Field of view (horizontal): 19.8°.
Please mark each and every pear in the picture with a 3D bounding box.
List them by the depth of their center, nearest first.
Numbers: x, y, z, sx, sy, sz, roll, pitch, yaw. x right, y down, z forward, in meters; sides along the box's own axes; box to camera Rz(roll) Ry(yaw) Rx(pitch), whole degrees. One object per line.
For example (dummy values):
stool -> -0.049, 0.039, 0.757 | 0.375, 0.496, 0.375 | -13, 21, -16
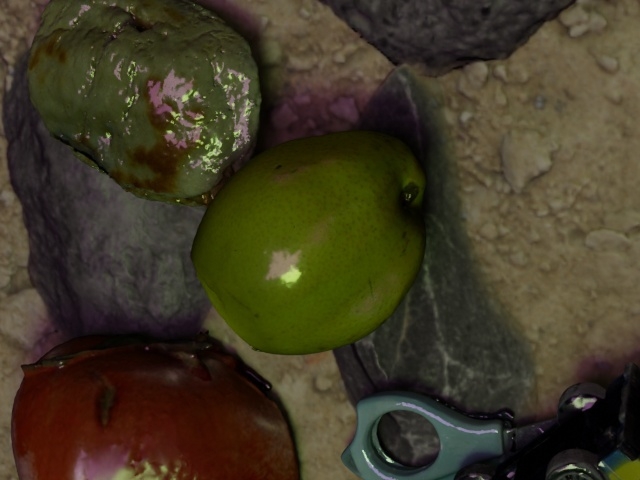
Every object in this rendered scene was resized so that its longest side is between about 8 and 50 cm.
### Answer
pear -> 0.000, 0.000, 1.603 | 0.220, 0.187, 0.187 | -30, 90, 6

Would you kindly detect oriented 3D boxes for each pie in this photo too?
pie -> -0.164, -0.128, 1.684 | 0.248, 0.090, 0.201 | 26, 116, 20

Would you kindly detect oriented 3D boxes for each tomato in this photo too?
tomato -> -0.181, 0.234, 1.742 | 0.309, 0.170, 0.309 | 6, 105, 24

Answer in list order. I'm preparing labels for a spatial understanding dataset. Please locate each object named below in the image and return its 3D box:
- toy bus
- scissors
toy bus -> 0.208, 0.258, 1.574 | 0.175, 0.138, 0.288 | 43, 118, -11
scissors -> 0.189, 0.182, 1.645 | 0.360, 0.029, 0.191 | -24, 97, 25
